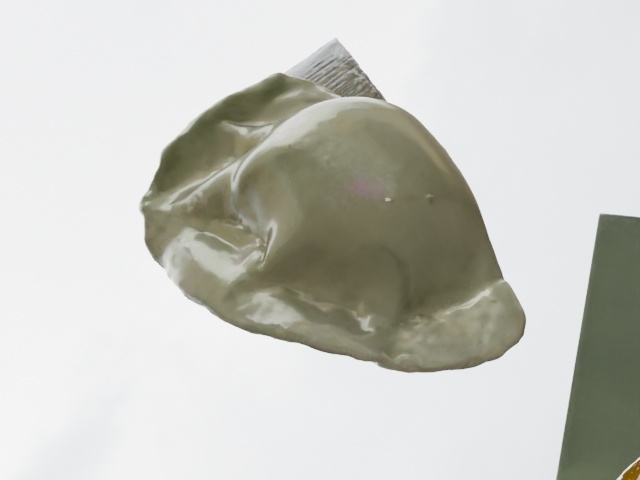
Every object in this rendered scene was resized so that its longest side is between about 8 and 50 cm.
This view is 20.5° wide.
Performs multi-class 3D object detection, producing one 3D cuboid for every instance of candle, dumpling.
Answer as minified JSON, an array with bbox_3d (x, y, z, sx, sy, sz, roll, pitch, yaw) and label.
[{"bbox_3d":[0.047,-0.054,1.287,0.068,0.168,0.192,-37,-80,4],"label":"candle"},{"bbox_3d":[0.000,0.000,1.030,0.179,0.252,0.131,-20,-35,-31],"label":"dumpling"}]

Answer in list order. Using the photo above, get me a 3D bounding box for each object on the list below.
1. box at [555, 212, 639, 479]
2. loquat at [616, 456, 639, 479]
[{"bbox_3d":[0.224,0.135,1.100,0.225,0.117,0.225,64,-144,-61],"label":"box"},{"bbox_3d":[0.172,0.127,0.668,0.141,0.141,0.141,-24,-45,-26],"label":"loquat"}]
